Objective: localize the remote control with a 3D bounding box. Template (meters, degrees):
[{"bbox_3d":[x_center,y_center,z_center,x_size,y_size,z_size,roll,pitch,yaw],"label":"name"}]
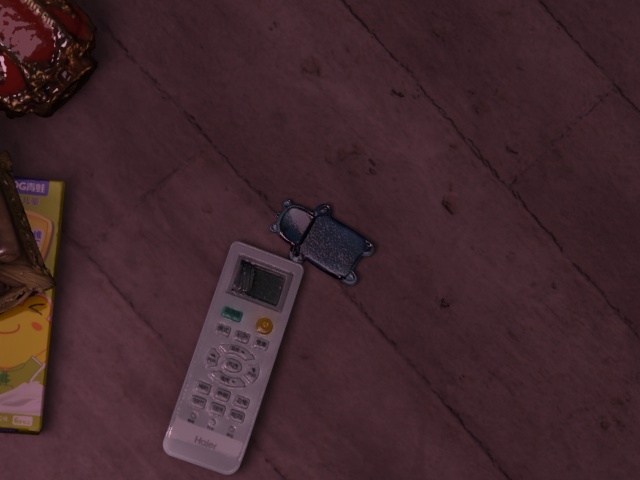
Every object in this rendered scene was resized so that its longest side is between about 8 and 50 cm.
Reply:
[{"bbox_3d":[-0.113,0.150,1.878,0.103,0.051,0.293,21,72,-8],"label":"remote control"}]

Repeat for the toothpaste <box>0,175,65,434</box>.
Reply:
[{"bbox_3d":[-0.388,0.081,1.818,0.110,0.077,0.327,6,78,-10],"label":"toothpaste"}]

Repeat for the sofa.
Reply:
[{"bbox_3d":[-0.466,0.007,1.700,0.258,0.182,0.200,-29,69,15],"label":"sofa"}]

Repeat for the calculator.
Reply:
[{"bbox_3d":[0.000,0.000,1.945,0.141,0.019,0.094,31,74,-3],"label":"calculator"}]

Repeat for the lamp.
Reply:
[{"bbox_3d":[-0.409,-0.281,1.840,0.274,0.177,0.177,44,74,1],"label":"lamp"}]
